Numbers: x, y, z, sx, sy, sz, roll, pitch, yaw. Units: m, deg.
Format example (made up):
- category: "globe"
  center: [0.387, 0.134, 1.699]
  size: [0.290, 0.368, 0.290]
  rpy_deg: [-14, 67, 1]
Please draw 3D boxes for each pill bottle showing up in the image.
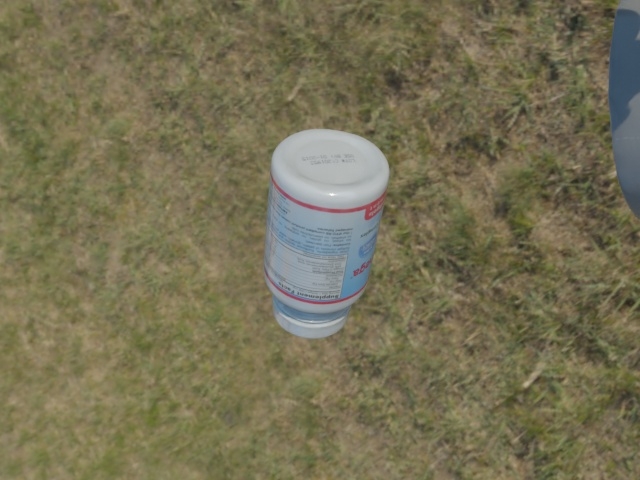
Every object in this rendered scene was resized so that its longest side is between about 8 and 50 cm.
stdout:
- category: "pill bottle"
  center: [0.000, 0.000, 0.623]
  size: [0.087, 0.087, 0.160]
  rpy_deg: [37, 140, 28]

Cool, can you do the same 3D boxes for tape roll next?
- category: "tape roll"
  center: [0.310, -0.123, 0.663]
  size: [0.072, 0.219, 0.219]
  rpy_deg: [3, 105, 39]
